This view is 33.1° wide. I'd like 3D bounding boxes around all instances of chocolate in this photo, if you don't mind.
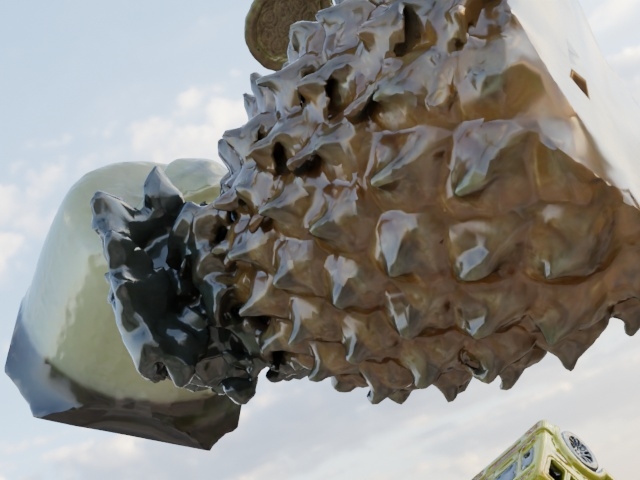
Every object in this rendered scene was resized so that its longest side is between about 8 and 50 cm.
[{"bbox_3d":[-0.219,0.051,1.388,0.314,0.326,0.297,14,-48,-11],"label":"chocolate"}]

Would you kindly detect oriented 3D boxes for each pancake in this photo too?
[{"bbox_3d":[-0.032,-0.237,1.179,0.115,0.011,0.115,-16,-48,-18],"label":"pancake"}]

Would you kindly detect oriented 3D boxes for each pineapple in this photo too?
[{"bbox_3d":[-0.001,0.001,0.580,0.357,0.223,0.223,-27,-18,30],"label":"pineapple"}]

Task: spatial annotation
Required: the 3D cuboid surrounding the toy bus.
[{"bbox_3d":[0.323,0.370,1.215,0.145,0.331,0.151,-47,2,20],"label":"toy bus"}]
